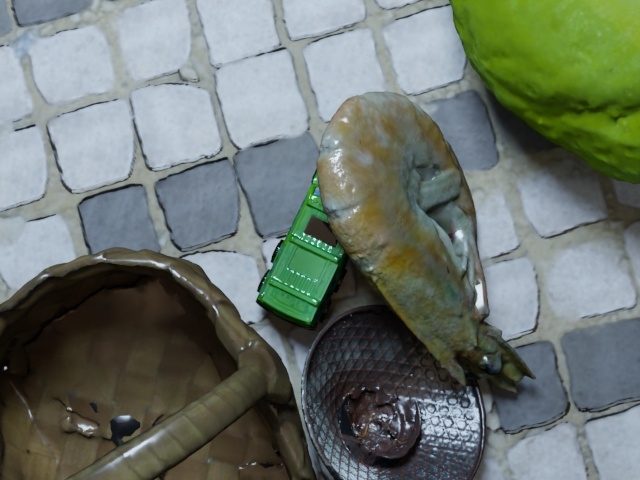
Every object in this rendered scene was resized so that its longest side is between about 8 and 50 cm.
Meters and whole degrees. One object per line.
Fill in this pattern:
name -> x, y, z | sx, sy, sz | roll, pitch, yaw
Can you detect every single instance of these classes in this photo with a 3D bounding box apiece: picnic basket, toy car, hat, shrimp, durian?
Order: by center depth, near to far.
picnic basket -> -0.159, 0.176, 0.780 | 0.293, 0.337, 0.337 | -31, 89, 3
durian -> 0.235, -0.213, 0.850 | 0.340, 0.204, 0.255 | 30, 76, 10
shrimp -> 0.108, 0.005, 0.887 | 0.168, 0.077, 0.317 | -47, 111, -32
hat -> 0.052, 0.161, 0.899 | 0.193, 0.082, 0.193 | 13, 60, -23
toy car -> 0.000, 0.000, 0.905 | 0.071, 0.062, 0.165 | 26, 90, 2
